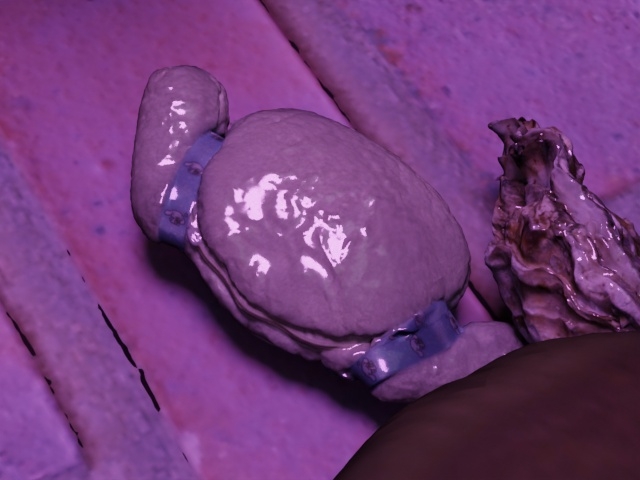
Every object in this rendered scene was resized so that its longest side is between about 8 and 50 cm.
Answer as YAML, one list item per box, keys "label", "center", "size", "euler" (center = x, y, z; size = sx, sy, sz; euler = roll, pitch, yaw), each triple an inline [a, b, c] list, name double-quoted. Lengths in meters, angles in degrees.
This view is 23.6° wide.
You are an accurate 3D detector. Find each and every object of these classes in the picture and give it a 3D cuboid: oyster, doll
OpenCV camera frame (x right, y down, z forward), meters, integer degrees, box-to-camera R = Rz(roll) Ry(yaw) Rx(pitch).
- label: "oyster"
  center: [0.117, 0.020, 0.658]
  size: [0.064, 0.125, 0.177]
  euler: [-36, 40, 19]
- label: "doll"
  center: [0.000, 0.000, 0.665]
  size: [0.214, 0.071, 0.103]
  euler: [38, 54, 6]

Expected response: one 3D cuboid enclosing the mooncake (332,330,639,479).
- label: "mooncake"
  center: [0.126, 0.193, 0.449]
  size: [0.351, 0.187, 0.351]
  euler: [21, 30, -13]
